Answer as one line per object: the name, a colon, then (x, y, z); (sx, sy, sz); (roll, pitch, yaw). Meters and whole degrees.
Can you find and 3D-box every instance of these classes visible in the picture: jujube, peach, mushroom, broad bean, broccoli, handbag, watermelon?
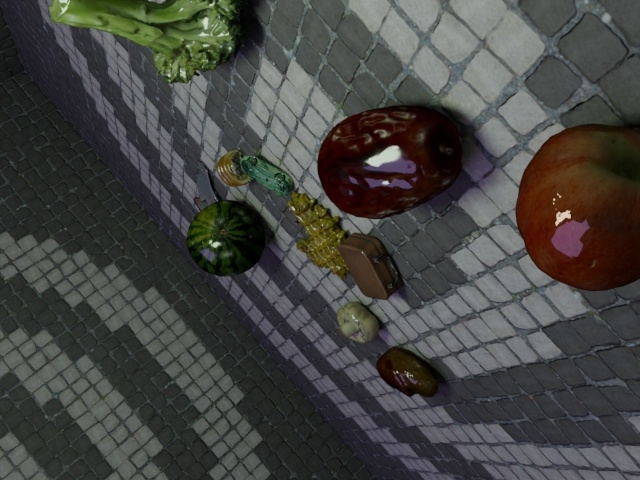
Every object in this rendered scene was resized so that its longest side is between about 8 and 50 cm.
jujube: (0.131, -0.154, 1.123); (0.318, 0.223, 0.223); (-7, 120, 54)
peach: (0.390, -0.036, 0.807); (0.232, 0.232, 0.256); (43, 157, 17)
mushroom: (0.118, 0.276, 1.852); (0.154, 0.123, 0.154); (38, 147, 31)
broad bean: (0.275, 0.430, 1.798); (0.229, 0.122, 0.156); (28, 146, 47)
broccoli: (-0.389, -0.502, 1.317); (0.353, 0.398, 0.274); (91, 159, -62)
handbag: (0.142, 0.074, 1.580); (0.151, 0.072, 0.193); (6, 129, 58)
watermelon: (-0.344, -0.008, 2.058); (0.285, 0.285, 0.285); (39, 154, 24)

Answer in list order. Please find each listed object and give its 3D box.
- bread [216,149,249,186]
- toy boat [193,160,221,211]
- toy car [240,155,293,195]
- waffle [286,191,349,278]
bread: (-0.294, -0.234, 1.885); (0.119, 0.084, 0.177); (57, 160, -12)
toy boat: (-0.468, -0.180, 2.292); (0.219, 0.072, 0.318); (14, 134, 49)
toy car: (-0.162, -0.206, 1.722); (0.186, 0.058, 0.093); (30, 151, 14)
waffle: (0.000, 0.000, 1.725); (0.260, 0.069, 0.292); (34, 153, 35)
